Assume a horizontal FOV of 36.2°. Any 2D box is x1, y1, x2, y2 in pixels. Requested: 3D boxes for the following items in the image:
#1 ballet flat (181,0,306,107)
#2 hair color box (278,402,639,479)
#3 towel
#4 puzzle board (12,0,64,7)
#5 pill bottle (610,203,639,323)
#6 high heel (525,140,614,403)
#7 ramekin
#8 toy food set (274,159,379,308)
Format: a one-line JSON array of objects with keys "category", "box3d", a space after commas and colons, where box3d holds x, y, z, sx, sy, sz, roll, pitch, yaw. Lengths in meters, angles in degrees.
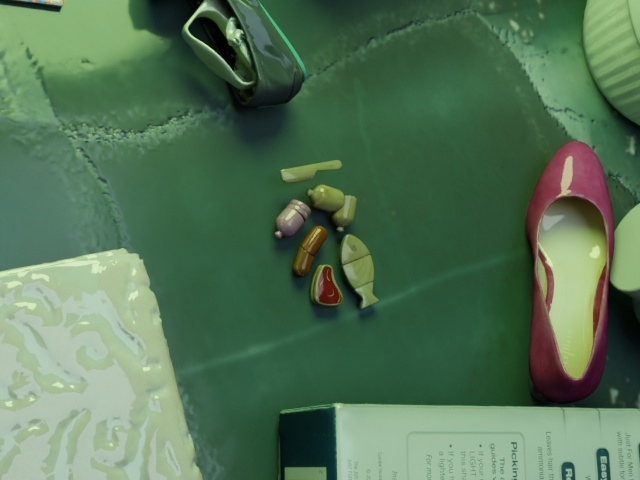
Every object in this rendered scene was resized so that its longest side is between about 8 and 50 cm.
[{"category": "ballet flat", "box3d": [-0.087, -0.189, 0.758, 0.074, 0.074, 0.203, -35, 98, -28]}, {"category": "hair color box", "box3d": [0.143, 0.217, 0.761, 0.347, 0.105, 0.174, 6, 76, -25]}, {"category": "towel", "box3d": [-0.220, 0.191, 0.605, 0.317, 0.053, 0.332, -12, 80, -27]}, {"category": "puzzle board", "box3d": [-0.240, -0.239, 0.724, 0.096, 0.011, 0.128, 1, 78, -27]}, {"category": "pill bottle", "box3d": [0.393, 0.054, 0.899, 0.264, 0.146, 0.146, 24, 69, -21]}, {"category": "high heel", "box3d": [0.214, 0.017, 0.829, 0.082, 0.117, 0.244, 14, 76, 5]}, {"category": "ramekin", "box3d": [0.355, -0.203, 0.959, 0.207, 0.109, 0.207, 6, 76, -26]}, {"category": "toy food set", "box3d": [0.000, 0.000, 0.788, 0.078, 0.019, 0.122, -12, 92, -28]}]
